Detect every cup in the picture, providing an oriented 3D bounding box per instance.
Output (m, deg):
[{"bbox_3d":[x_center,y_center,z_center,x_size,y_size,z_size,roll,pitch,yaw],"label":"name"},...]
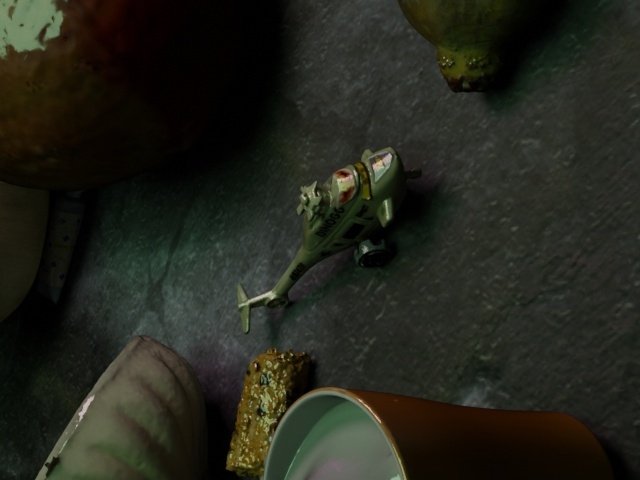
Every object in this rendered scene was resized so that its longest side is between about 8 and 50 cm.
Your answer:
[{"bbox_3d":[0.086,0.220,0.930,0.182,0.264,0.226,39,118,49],"label":"cup"}]

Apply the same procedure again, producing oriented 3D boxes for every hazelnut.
[{"bbox_3d":[-0.278,-0.254,1.467,0.421,0.352,0.421,-53,17,25],"label":"hazelnut"}]

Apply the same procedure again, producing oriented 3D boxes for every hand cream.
[{"bbox_3d":[-0.366,0.000,1.719,0.065,0.043,0.171,25,101,50],"label":"hand cream"}]

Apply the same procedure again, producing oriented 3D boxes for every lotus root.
[{"bbox_3d":[0.151,-0.290,1.116,0.173,0.173,0.309,10,94,51],"label":"lotus root"}]

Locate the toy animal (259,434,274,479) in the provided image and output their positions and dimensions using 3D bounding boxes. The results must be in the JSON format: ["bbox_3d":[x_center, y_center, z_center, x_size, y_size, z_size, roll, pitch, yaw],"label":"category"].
[{"bbox_3d":[0.027,0.224,1.141,0.225,0.094,0.121,-17,64,48],"label":"toy animal"}]

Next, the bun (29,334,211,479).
[{"bbox_3d":[-0.193,0.250,1.336,0.263,0.175,0.263,-59,-1,-1],"label":"bun"}]

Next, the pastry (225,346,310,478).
[{"bbox_3d":[-0.055,0.182,1.281,0.080,0.056,0.140,3,78,39],"label":"pastry"}]

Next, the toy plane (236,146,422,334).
[{"bbox_3d":[0.000,0.000,1.245,0.286,0.108,0.092,-51,45,45],"label":"toy plane"}]

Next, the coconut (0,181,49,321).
[{"bbox_3d":[-0.547,-0.048,1.676,0.415,0.344,0.415,-168,90,-79],"label":"coconut"}]
